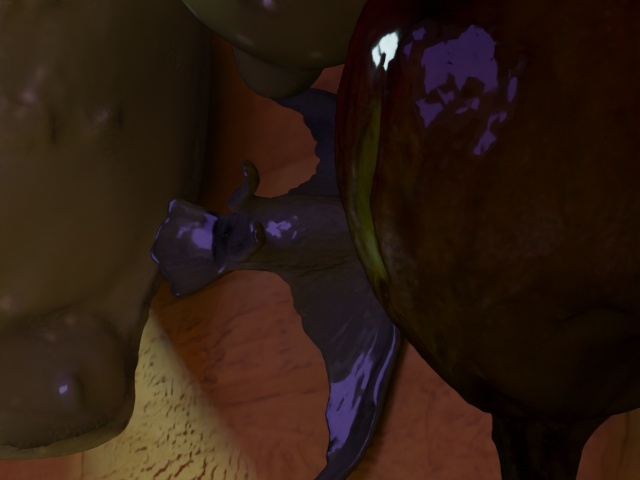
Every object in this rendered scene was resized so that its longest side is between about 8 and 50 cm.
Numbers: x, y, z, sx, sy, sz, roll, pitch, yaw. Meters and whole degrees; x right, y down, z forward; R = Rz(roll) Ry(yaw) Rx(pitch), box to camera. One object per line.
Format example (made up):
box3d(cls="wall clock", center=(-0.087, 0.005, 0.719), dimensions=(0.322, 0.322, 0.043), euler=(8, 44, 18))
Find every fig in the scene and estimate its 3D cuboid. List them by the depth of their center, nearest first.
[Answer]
box3d(cls="fig", center=(0.083, 0.017, 0.618), dimensions=(0.191, 0.191, 0.290), euler=(15, 91, 55))

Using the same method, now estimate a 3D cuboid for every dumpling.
box3d(cls="dumpling", center=(-0.211, -0.078, 0.927), dimensions=(0.233, 0.315, 0.395), euler=(-29, 61, 51))

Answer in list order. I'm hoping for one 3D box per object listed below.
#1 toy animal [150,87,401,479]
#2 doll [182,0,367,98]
box3d(cls="toy animal", center=(0.000, 0.000, 0.803), dimensions=(0.155, 0.095, 0.219), euler=(-28, 59, 52))
box3d(cls="doll", center=(0.024, -0.178, 0.760), dimensions=(0.261, 0.161, 0.177), euler=(-26, 76, 52))
